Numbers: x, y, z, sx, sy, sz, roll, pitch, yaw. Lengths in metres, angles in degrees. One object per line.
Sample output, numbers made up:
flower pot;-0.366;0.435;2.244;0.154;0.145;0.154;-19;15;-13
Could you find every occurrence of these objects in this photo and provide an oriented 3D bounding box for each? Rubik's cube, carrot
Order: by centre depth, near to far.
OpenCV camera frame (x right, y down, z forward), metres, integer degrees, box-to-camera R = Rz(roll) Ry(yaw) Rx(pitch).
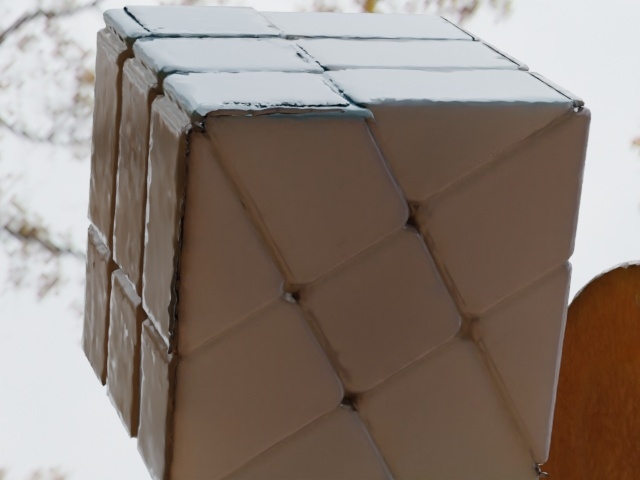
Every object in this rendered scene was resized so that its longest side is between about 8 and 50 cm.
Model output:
Rubik's cube;0.000;0.000;1.065;0.231;0.224;0.221;-1;-70;-19
carrot;0.271;0.168;1.471;0.258;0.100;0.307;-5;-94;56
